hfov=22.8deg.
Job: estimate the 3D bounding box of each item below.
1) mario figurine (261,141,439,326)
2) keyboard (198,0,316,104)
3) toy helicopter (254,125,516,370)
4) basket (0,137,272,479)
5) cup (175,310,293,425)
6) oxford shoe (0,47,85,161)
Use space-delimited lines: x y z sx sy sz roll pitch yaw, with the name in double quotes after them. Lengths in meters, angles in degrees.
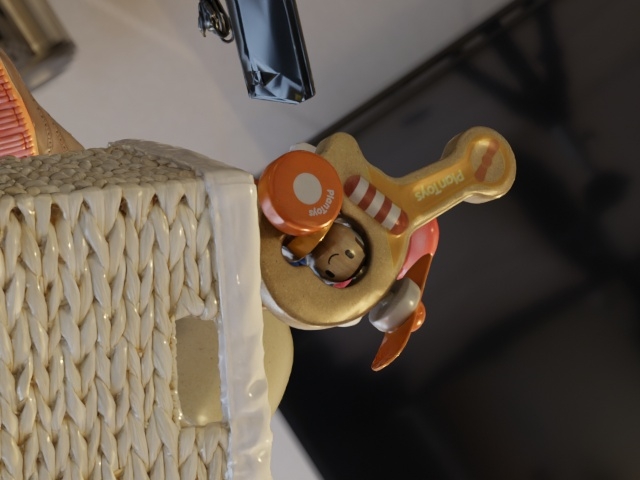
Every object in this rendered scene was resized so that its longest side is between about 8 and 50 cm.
0.000 0.000 1.883 0.320 0.170 0.198 -8 146 -51 "mario figurine"
-0.088 -0.297 1.658 0.033 0.317 0.201 -24 -158 -30 "keyboard"
0.080 -0.014 1.667 0.355 0.235 0.140 -28 180 -32 "toy helicopter"
-0.218 0.092 1.365 0.266 0.328 0.331 -7 -170 -24 "basket"
-0.210 0.214 2.147 0.331 0.331 0.237 -36 -155 25 "cup"
-0.415 -0.133 2.241 0.130 0.363 0.133 -2 -149 28 "oxford shoe"
